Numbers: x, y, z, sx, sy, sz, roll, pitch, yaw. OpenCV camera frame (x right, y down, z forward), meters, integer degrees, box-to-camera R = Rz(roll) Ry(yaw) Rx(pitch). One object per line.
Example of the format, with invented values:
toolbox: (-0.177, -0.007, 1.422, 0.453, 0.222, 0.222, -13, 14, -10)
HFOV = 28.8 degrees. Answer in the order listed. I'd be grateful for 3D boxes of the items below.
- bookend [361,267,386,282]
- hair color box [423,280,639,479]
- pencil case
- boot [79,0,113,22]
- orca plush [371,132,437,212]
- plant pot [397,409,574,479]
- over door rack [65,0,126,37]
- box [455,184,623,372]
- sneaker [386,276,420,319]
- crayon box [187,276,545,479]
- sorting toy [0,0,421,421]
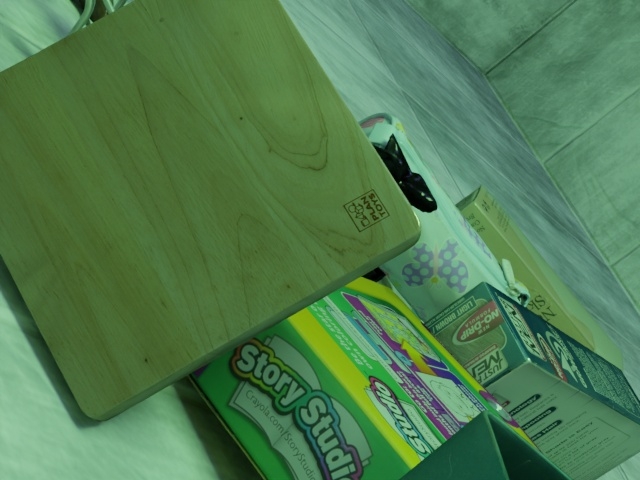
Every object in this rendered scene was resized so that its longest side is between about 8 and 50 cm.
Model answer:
bookend: (0.000, 0.000, 1.336, 0.156, 0.072, 0.157, 51, 17, -1)
hair color box: (0.207, 0.177, 1.323, 0.347, 0.174, 0.105, 30, 28, -50)
pencil case: (0.105, -0.004, 1.310, 0.273, 0.113, 0.124, 49, -25, -22)
boot: (-0.272, -0.277, 1.283, 0.114, 0.037, 0.106, 23, 31, -52)
orca plush: (0.001, -0.025, 1.104, 0.287, 0.102, 0.151, -4, 96, -37)
plant pot: (0.065, 0.250, 0.699, 0.165, 0.234, 0.165, 41, 22, -31)
over door rack: (-0.156, -0.172, 1.219, 0.324, 0.108, 0.239, 55, 23, -11)
box: (0.256, 0.094, 1.673, 0.311, 0.148, 0.121, 49, 18, -2)
sneaker: (0.090, -0.003, 1.564, 0.087, 0.092, 0.228, 28, 48, -57)
crayon box: (0.062, 0.164, 1.013, 0.363, 0.106, 0.313, 48, 15, 30)
sorting toy: (-0.101, -0.036, 0.895, 0.257, 0.255, 0.089, 59, -6, 17)
